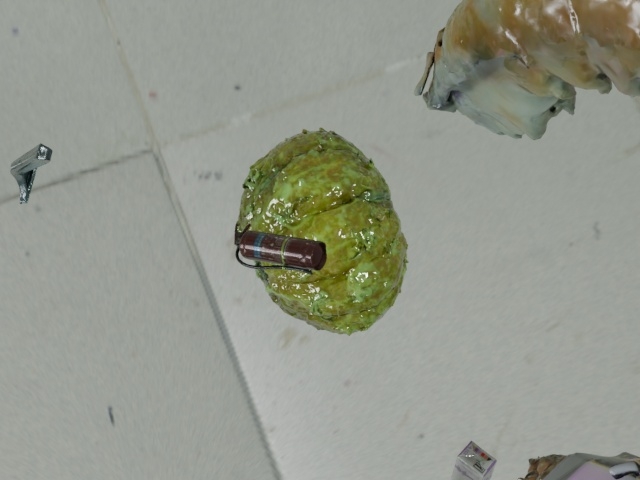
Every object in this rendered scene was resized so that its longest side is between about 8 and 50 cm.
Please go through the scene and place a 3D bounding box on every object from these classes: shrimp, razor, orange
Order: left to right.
[{"bbox_3d":[-0.326,-0.084,1.454,0.033,0.190,0.066,16,80,-17],"label":"razor"},{"bbox_3d":[0.000,0.000,1.879,0.223,0.300,0.301,-22,75,-8],"label":"orange"},{"bbox_3d":[0.180,-0.078,0.683,0.287,0.185,0.068,30,62,21],"label":"shrimp"}]

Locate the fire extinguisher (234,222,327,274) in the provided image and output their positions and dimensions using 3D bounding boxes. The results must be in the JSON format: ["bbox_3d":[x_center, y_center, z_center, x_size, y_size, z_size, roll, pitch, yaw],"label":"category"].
[{"bbox_3d":[-0.056,0.011,1.574,0.132,0.039,0.056,8,72,31],"label":"fire extinguisher"}]

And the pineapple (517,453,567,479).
[{"bbox_3d":[0.282,0.339,1.458,0.166,0.166,0.193,14,84,-3],"label":"pineapple"}]

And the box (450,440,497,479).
[{"bbox_3d":[0.216,0.335,1.851,0.050,0.117,0.036,38,62,19],"label":"box"}]

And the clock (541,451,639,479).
[{"bbox_3d":[0.216,0.225,0.666,0.083,0.186,0.253,-37,98,-12],"label":"clock"}]
